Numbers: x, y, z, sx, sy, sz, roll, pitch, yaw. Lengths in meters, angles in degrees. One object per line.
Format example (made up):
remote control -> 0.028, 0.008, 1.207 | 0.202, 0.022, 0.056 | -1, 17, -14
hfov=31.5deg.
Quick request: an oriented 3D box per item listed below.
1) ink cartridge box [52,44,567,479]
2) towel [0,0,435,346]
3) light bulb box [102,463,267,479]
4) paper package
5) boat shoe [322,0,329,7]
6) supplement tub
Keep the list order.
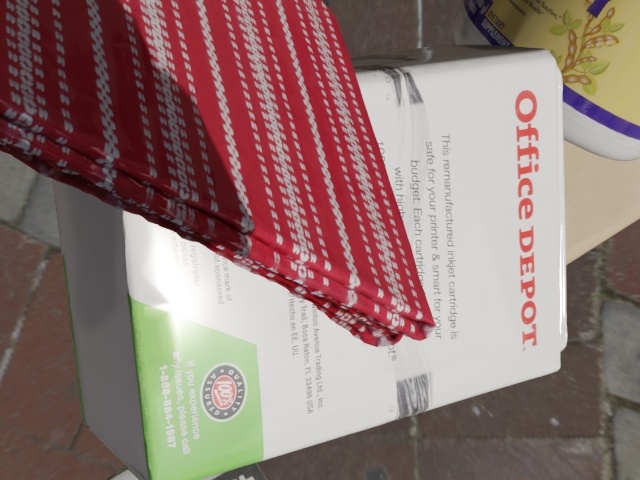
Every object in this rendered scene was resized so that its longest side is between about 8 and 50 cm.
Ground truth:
ink cartridge box -> 0.000, 0.000, 0.647 | 0.273, 0.115, 0.198 | -11, 106, -29
towel -> -0.064, -0.079, 0.404 | 0.031, 0.275, 0.198 | -32, 53, 25
light bulb box -> -0.194, 0.381, 1.023 | 0.358, 0.361, 0.225 | -27, 70, -24
paper package -> 0.305, -0.141, 1.542 | 0.325, 0.168, 0.309 | -30, 109, -17
boat shoe -> -0.041, -0.208, 0.976 | 0.083, 0.065, 0.183 | 4, 95, 33
supplement tub -> 0.305, -0.266, 1.053 | 0.241, 0.241, 0.331 | 35, 117, 2
